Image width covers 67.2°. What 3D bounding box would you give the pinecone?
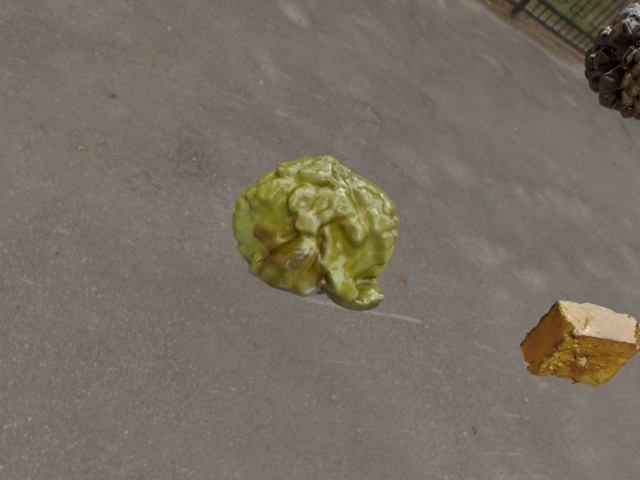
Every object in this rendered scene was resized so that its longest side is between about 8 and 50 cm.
[{"bbox_3d":[0.438,-0.245,0.646,0.173,0.173,0.173,19,50,-23],"label":"pinecone"}]

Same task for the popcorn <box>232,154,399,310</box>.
[{"bbox_3d":[0.000,0.000,0.722,0.237,0.206,0.251,-20,83,-33],"label":"popcorn"}]

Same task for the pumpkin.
[{"bbox_3d":[0.236,0.091,0.438,0.083,0.074,0.054,13,41,-7],"label":"pumpkin"}]
